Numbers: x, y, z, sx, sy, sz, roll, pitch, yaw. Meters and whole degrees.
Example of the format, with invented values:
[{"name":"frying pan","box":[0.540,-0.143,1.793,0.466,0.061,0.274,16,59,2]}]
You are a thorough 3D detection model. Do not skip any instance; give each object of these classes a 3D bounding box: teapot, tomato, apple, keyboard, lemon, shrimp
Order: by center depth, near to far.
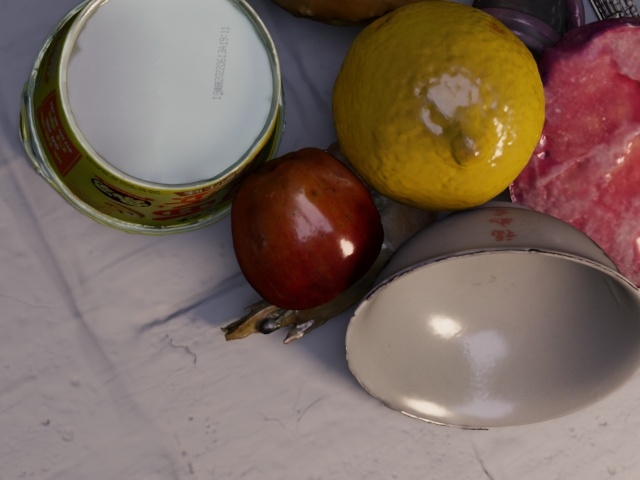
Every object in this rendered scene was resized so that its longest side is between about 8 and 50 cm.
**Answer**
[{"name":"apple","box":[-0.021,-0.014,1.690,0.158,0.156,0.147,55,36,-21]},{"name":"lemon","box":[0.130,-0.144,1.690,0.228,0.253,0.228,-3,98,-19]},{"name":"shrimp","box":[0.000,0.000,1.816,0.317,0.077,0.168,-37,84,-13]},{"name":"tomato","box":[0.362,-0.116,1.826,0.335,0.176,0.290,42,116,-12]},{"name":"teapot","box":[0.255,-0.280,1.849,0.148,0.116,0.146,19,74,-4]},{"name":"keyboard","box":[0.345,-0.315,1.912,0.049,0.015,0.129,-28,92,-10]}]

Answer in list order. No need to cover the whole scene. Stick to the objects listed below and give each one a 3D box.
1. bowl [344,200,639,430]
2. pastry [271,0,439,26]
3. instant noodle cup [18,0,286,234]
[{"name":"bowl","box":[0.198,0.058,1.764,0.346,0.345,0.157,8,51,-9]},{"name":"pastry","box":[0.036,-0.387,1.775,0.316,0.184,0.284,0,108,-13]},{"name":"instant noodle cup","box":[-0.176,-0.159,1.713,0.311,0.221,0.311,1,86,-9]}]
